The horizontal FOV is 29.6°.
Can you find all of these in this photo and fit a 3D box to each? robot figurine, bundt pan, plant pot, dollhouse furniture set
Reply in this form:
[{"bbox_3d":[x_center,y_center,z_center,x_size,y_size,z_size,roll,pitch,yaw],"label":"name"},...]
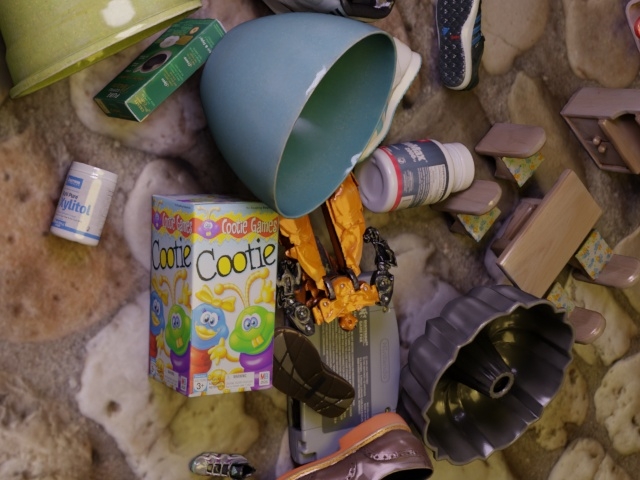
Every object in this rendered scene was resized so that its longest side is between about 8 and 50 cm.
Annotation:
[{"bbox_3d":[0.000,0.000,1.853,0.211,0.085,0.291,-19,98,-21],"label":"robot figurine"},{"bbox_3d":[0.267,0.210,2.037,0.331,0.124,0.331,-21,131,-26],"label":"bundt pan"},{"bbox_3d":[-0.330,-0.355,1.551,0.276,0.276,0.254,-31,101,-25],"label":"plant pot"},{"bbox_3d":[0.469,-0.067,2.089,0.394,0.256,0.362,-51,119,-16],"label":"dollhouse furniture set"},{"bbox_3d":[-0.053,-0.202,1.698,0.290,0.195,0.290,-49,158,-27],"label":"plant pot"}]

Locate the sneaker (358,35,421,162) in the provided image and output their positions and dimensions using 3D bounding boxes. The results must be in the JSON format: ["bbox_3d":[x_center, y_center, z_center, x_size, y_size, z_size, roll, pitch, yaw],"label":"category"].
[{"bbox_3d":[0.071,-0.221,1.920,0.092,0.087,0.228,32,74,-23],"label":"sneaker"}]

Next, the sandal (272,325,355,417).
[{"bbox_3d":[-0.025,0.200,1.873,0.090,0.060,0.219,-47,131,3],"label":"sandal"}]

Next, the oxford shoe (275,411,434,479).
[{"bbox_3d":[0.014,0.423,1.909,0.364,0.133,0.130,-39,137,-5],"label":"oxford shoe"}]

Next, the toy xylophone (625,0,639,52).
[{"bbox_3d":[0.694,-0.382,2.290,0.236,0.081,0.322,-47,119,-18],"label":"toy xylophone"}]

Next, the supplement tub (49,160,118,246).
[{"bbox_3d":[-0.330,-0.050,1.689,0.071,0.071,0.107,18,87,-33],"label":"supplement tub"}]

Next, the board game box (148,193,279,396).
[{"bbox_3d":[-0.159,0.074,1.774,0.142,0.144,0.275,-2,98,-32],"label":"board game box"}]

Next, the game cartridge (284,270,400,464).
[{"bbox_3d":[0.038,0.203,1.976,0.198,0.062,0.297,-8,101,-36],"label":"game cartridge"}]

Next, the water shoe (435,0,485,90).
[{"bbox_3d":[0.236,-0.351,2.022,0.080,0.073,0.203,0,98,-59],"label":"water shoe"}]

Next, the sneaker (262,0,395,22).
[{"bbox_3d":[-0.070,-0.437,1.686,0.447,0.257,0.169,25,84,-33],"label":"sneaker"}]

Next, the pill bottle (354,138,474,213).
[{"bbox_3d":[0.155,-0.109,1.970,0.180,0.108,0.108,-12,103,-32],"label":"pill bottle"}]

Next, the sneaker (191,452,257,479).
[{"bbox_3d":[-0.144,0.352,1.869,0.098,0.069,0.038,0,97,-33],"label":"sneaker"}]

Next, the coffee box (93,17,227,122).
[{"bbox_3d":[-0.225,-0.242,1.705,0.184,0.113,0.040,-47,121,-20],"label":"coffee box"}]
